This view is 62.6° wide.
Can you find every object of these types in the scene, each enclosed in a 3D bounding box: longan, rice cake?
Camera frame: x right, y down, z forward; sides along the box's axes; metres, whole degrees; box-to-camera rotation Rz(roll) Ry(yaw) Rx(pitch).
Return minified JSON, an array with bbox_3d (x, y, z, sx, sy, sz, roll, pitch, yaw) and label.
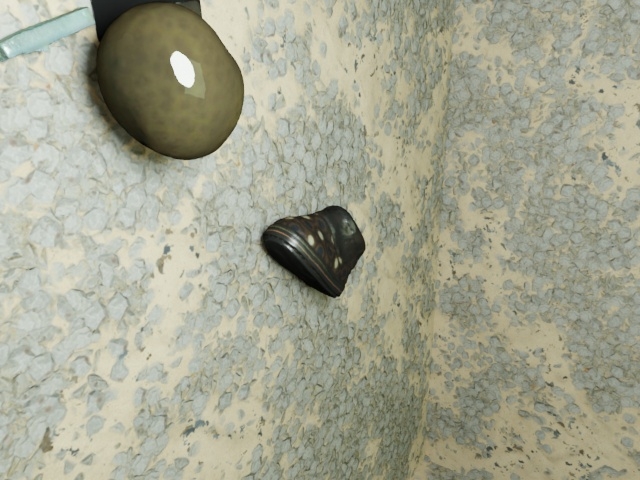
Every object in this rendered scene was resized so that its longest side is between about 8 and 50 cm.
[{"bbox_3d":[-0.270,-0.301,0.982,0.300,0.243,0.300,4,90,-75],"label":"longan"},{"bbox_3d":[-0.456,-0.345,0.881,0.180,0.030,0.042,-48,137,-37],"label":"rice cake"}]

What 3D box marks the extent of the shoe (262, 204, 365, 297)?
[{"bbox_3d":[0.000,0.000,1.520,0.237,0.171,0.384,-62,145,-13],"label":"shoe"}]

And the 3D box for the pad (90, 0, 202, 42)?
[{"bbox_3d":[-0.338,-0.472,1.047,0.267,0.004,0.181,-28,121,-49],"label":"pad"}]
